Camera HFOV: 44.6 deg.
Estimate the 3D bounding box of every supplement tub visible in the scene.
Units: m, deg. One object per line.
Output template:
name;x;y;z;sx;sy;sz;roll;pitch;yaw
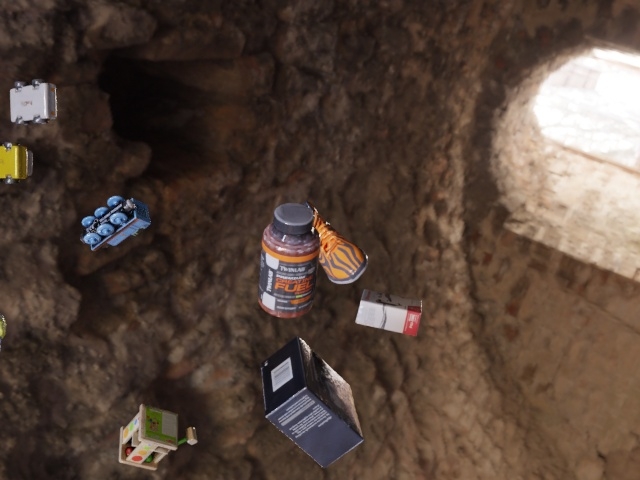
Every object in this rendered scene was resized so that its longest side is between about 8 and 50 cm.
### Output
supplement tub;-0.055;0.034;1.384;0.106;0.106;0.198;-44;-32;-48

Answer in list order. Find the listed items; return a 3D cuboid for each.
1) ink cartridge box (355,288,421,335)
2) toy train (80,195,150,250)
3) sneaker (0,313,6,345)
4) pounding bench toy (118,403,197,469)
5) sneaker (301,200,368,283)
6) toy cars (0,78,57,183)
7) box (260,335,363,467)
ink cartridge box;0.152;0.157;1.718;0.099;0.135;0.056;-59;-20;-76
toy train;-0.519;-0.039;1.965;0.184;0.080;0.105;-33;-36;23
sneaker;-0.836;0.236;1.762;0.091;0.240;0.126;97;160;-60
pounding bench toy;-0.208;0.258;1.001;0.065;0.083;0.052;-48;34;30
sneaker;0.000;0.000;2.188;0.124;0.321;0.180;-47;-56;-4
toy cars;-0.713;-0.259;1.902;0.087;0.177;0.394;-4;-34;-45
box;-0.017;0.279;1.359;0.093;0.158;0.156;-38;25;11
